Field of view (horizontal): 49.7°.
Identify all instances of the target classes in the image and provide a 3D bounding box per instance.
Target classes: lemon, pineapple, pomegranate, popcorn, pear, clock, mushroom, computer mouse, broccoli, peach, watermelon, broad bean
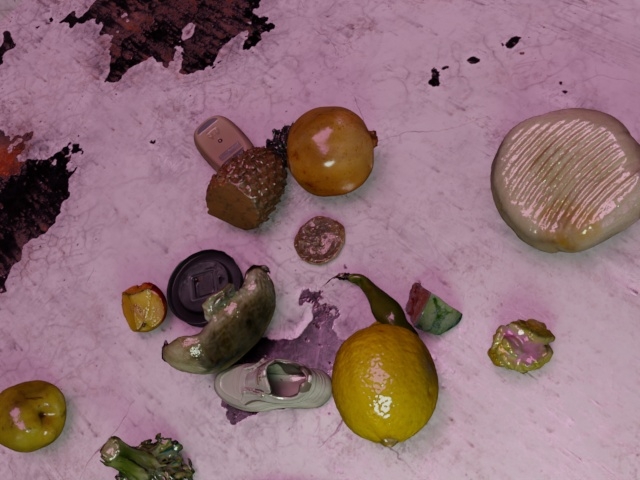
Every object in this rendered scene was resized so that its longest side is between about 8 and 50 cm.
[{"bbox_3d":[0.146,0.325,1.581,0.267,0.267,0.267,-8,62,15],"label":"lemon"},{"bbox_3d":[-0.167,-0.200,1.999,0.202,0.202,0.362,17,52,25],"label":"pineapple"},{"bbox_3d":[0.032,-0.249,1.898,0.264,0.264,0.264,-8,62,15],"label":"pomegranate"},{"bbox_3d":[0.462,0.242,1.586,0.145,0.126,0.125,-23,71,-25],"label":"popcorn"},{"bbox_3d":[-0.787,0.472,1.856,0.200,0.200,0.200,-8,62,15],"label":"pear"},{"bbox_3d":[-0.323,0.134,1.946,0.226,0.049,0.226,-7,63,14],"label":"clock"},{"bbox_3d":[-0.235,0.216,1.760,0.130,0.247,0.344,35,54,21],"label":"mushroom"},{"bbox_3d":[-0.293,-0.286,2.126,0.145,0.082,0.236,-41,62,-6],"label":"computer mouse"},{"bbox_3d":[-0.420,0.565,1.633,0.177,0.275,0.198,-28,70,1],"label":"broccoli"},{"bbox_3d":[-0.493,0.188,1.940,0.151,0.118,0.151,0,92,10],"label":"peach"},{"bbox_3d":[0.251,0.163,1.702,0.158,0.121,0.098,42,95,32],"label":"watermelon"},{"bbox_3d":[0.148,0.176,1.762,0.318,0.056,0.098,36,78,33],"label":"broad bean"}]

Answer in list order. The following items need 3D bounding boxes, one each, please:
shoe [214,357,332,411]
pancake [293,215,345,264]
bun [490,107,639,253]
[{"bbox_3d":[-0.137,0.349,1.712,0.316,0.159,0.124,-3,65,14],"label":"shoe"},{"bbox_3d":[0.000,0.000,1.917,0.152,0.025,0.151,-8,61,16],"label":"pancake"},{"bbox_3d":[0.601,-0.143,1.676,0.365,0.219,0.365,-6,77,25],"label":"bun"}]
